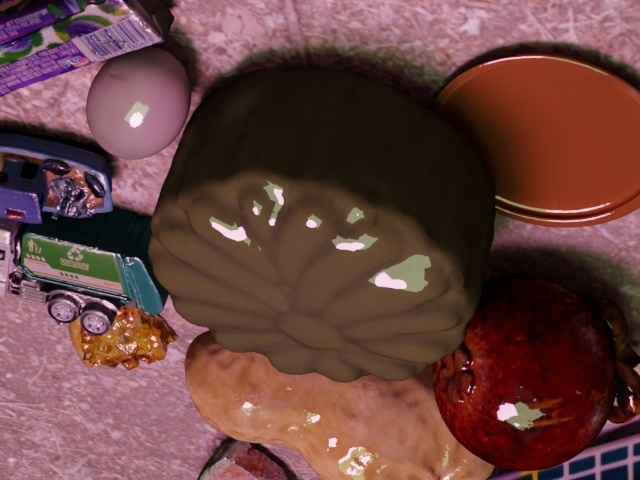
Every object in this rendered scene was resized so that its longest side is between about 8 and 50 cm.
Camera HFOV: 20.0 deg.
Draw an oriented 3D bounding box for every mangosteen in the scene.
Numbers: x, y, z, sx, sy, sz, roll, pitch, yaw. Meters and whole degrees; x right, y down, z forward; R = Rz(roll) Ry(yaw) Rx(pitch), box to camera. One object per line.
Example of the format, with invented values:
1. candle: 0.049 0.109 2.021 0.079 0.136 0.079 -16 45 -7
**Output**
1. mangosteen: 0.250 0.143 1.986 0.257 0.215 0.215 0 148 -27

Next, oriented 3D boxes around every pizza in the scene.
1. pizza: -0.244 0.110 2.214 0.134 0.046 0.175 14 141 2

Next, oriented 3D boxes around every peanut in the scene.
1. peanut: 0.024 0.199 2.119 0.387 0.192 0.169 20 148 -6

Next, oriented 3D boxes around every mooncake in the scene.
1. mooncake: 0.000 0.000 1.874 0.356 0.194 0.356 13 143 10

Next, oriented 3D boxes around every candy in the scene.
1. candy: -0.295 -0.205 1.843 0.312 0.061 0.088 -14 132 30

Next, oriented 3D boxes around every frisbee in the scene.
1. frisbee: 0.230 -0.100 1.827 0.250 0.021 0.251 9 141 7

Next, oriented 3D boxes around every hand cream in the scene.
1. hand cream: 0.316 0.214 2.163 0.142 0.053 0.084 13 145 -21

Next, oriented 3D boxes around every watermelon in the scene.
1. watermelon: -0.101 0.329 2.421 0.139 0.071 0.187 12 133 -6

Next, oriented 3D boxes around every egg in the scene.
1. egg: -0.185 -0.141 1.849 0.103 0.103 0.135 24 138 -11

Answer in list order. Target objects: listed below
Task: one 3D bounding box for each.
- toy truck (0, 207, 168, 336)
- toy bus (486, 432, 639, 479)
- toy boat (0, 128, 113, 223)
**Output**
1. toy truck: -0.293 0.021 2.079 0.253 0.114 0.124 15 128 1
2. toy bus: 0.332 0.379 2.181 0.440 0.249 0.209 -23 138 37
3. toy boat: -0.337 -0.064 1.999 0.223 0.097 0.100 8 138 8
